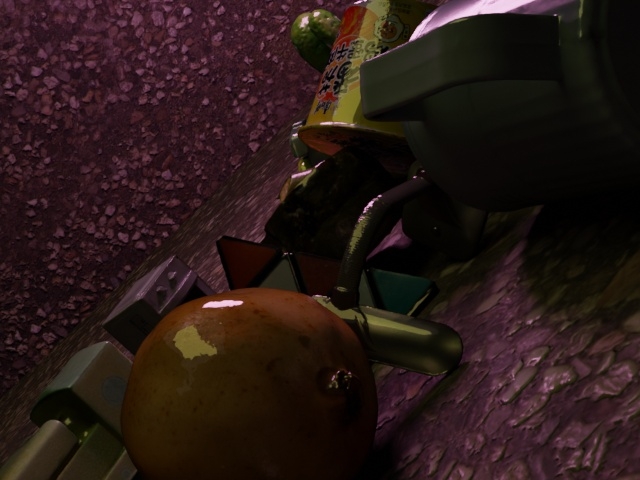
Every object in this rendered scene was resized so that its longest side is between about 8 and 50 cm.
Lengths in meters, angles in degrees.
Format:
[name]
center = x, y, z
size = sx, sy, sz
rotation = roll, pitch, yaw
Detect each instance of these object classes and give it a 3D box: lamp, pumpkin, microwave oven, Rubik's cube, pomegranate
[lamp]
center = 0.124, 0.024, 1.085
size = 0.283, 0.203, 0.125
rotation = -42, -36, -41
[pumpkin]
center = 0.000, 0.000, 1.363
size = 0.222, 0.139, 0.317
rotation = -44, -2, -17
[microwave oven]
center = -0.233, 0.150, 1.584
size = 0.162, 0.208, 0.122
rotation = -31, 19, 44
[Rubik's cube]
center = -0.029, 0.172, 1.221
size = 0.250, 0.284, 0.234
rotation = 109, 174, -61
[pomegranate]
center = -0.067, 0.165, 0.954
size = 0.264, 0.264, 0.264
rotation = -41, 14, 12

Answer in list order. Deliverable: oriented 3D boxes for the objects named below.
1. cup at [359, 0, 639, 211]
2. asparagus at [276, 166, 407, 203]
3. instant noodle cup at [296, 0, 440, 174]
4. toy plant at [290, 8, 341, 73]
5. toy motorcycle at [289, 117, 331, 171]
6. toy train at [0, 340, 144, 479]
[cup]
center = 0.240, -0.185, 0.963
size = 0.311, 0.331, 0.257
rotation = -7, 58, 65
[asparagus]
center = 0.058, -0.115, 1.579
size = 0.277, 0.060, 0.067
rotation = -15, -8, -4
[instant noodle cup]
center = 0.110, -0.216, 1.344
size = 0.264, 0.264, 0.200
rotation = 178, 104, -71
[toy plant]
center = 0.066, -0.382, 2.069
size = 0.184, 0.316, 0.224
rotation = -47, 15, -7
[toy motorcycle]
center = 0.056, -0.204, 1.775
size = 0.191, 0.200, 0.326
rotation = -19, 14, 12
[toy train]
center = -0.293, 0.323, 1.159
size = 0.160, 0.253, 0.397
rotation = -35, 16, 40
